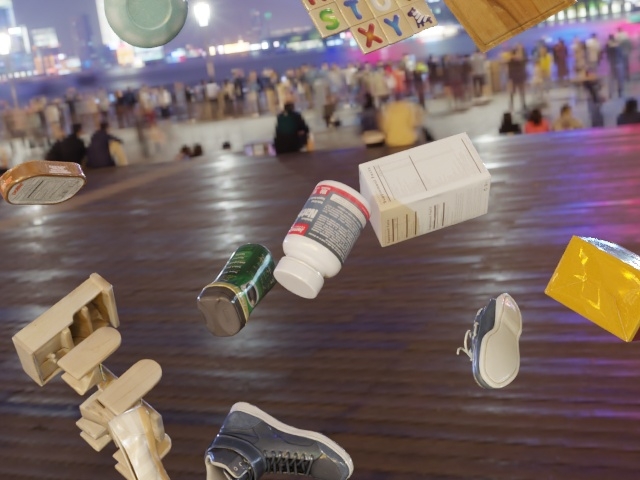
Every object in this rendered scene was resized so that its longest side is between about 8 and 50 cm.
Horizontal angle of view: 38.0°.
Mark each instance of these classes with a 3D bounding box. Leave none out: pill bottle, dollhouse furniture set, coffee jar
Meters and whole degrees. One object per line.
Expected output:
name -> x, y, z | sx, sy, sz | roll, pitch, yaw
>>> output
pill bottle -> 0.000, 0.000, 1.543 | 0.108, 0.108, 0.180 | 6, 57, 46
dollhouse furniture set -> -0.493, 0.307, 2.216 | 0.394, 0.362, 0.256 | 35, 58, 22
coffee jar -> -0.149, 0.090, 1.672 | 0.079, 0.096, 0.184 | -5, 28, 27

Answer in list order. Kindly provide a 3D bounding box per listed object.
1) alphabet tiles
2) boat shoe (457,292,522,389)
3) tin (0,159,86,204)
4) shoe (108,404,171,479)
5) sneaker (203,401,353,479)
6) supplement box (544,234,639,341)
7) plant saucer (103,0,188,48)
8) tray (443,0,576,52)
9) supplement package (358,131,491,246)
alphabet tiles -> 0.070, -0.518, 1.732 | 0.285, 0.342, 0.011 | -25, -8, -21
boat shoe -> 0.309, 0.190, 1.700 | 0.079, 0.095, 0.254 | -33, 20, 32
tin -> -0.543, -0.112, 1.825 | 0.106, 0.040, 0.189 | -44, -20, 25
shoe -> -0.264, 0.362, 1.409 | 0.058, 0.219, 0.076 | -17, -4, -29
sneaker -> -0.074, 0.361, 1.463 | 0.226, 0.086, 0.163 | 20, 32, 12
supplement box -> 0.584, 0.093, 1.819 | 0.191, 0.129, 0.194 | 34, 18, 36
plant saucer -> -0.394, -0.534, 2.117 | 0.195, 0.195, 0.037 | -11, 22, -17
tray -> 0.266, -0.546, 1.661 | 0.203, 0.411, 0.076 | -25, 34, 34
supplement package -> 0.218, -0.108, 1.964 | 0.244, 0.134, 0.139 | -17, 55, -6
